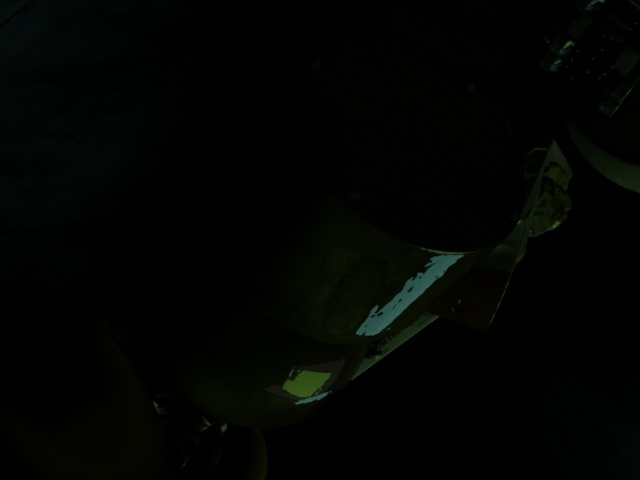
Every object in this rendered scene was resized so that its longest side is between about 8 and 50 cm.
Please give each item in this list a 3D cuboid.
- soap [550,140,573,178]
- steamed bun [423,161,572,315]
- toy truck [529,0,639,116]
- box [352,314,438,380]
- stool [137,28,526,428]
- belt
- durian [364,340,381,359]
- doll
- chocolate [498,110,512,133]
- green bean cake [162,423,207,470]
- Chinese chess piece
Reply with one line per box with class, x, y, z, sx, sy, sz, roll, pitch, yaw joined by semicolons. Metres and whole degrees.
soap;0.331;-0.106;2.000;0.056;0.100;0.149;-42;-162;-25
steamed bun;0.178;-0.020;1.676;0.292;0.137;0.295;-46;-168;-32
toy truck;0.307;-0.225;1.306;0.116;0.110;0.216;-50;174;-17
box;0.171;0.051;1.960;0.353;0.069;0.214;-37;-165;27
stool;0.000;0.000;0.901;0.179;0.179;0.264;-31;169;-43
belt;0.189;-0.032;1.452;0.184;0.105;0.261;59;53;-85
durian;0.013;0.054;1.402;0.196;0.167;0.196;-47;154;-32
doll;-0.192;0.180;1.072;0.318;0.209;0.340;-2;157;-16
chocolate;0.125;-0.086;1.226;0.110;0.110;0.248;-42;168;19
green bean cake;-0.265;0.351;1.859;0.233;0.097;0.198;-43;171;25
Chinese chess piece;0.401;-0.174;1.431;0.257;0.257;0.104;-40;154;5
